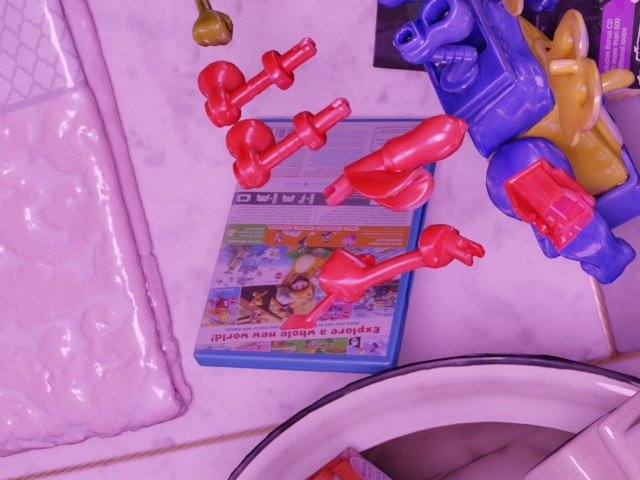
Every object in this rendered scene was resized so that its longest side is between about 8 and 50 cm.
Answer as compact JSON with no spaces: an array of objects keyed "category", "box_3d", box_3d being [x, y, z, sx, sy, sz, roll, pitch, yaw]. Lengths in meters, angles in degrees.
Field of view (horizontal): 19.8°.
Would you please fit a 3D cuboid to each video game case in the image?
[{"category":"video game case","box_3d":[0.000,0.000,1.063,0.119,0.015,0.166,1,58,19]}]

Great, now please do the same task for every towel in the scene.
[{"category":"towel","box_3d":[-0.271,-0.004,1.191,0.332,0.053,0.317,-13,92,21]}]

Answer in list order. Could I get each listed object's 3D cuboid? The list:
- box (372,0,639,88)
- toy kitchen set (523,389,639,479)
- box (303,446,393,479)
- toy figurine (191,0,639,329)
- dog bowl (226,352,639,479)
[{"category":"box","box_3d":[0.112,-0.150,1.052,0.162,0.029,0.116,6,99,19]},{"category":"toy kitchen set","box_3d":[0.225,0.085,0.841,0.122,0.166,0.207,53,152,8]},{"category":"box","box_3d":[-0.021,0.250,0.938,0.128,0.122,0.257,37,107,10]},{"category":"toy figurine","box_3d":[0.073,-0.075,0.983,0.191,0.217,0.362,-36,46,16]},{"category":"dog bowl","box_3d":[0.124,0.252,1.034,0.408,0.150,0.408,2,97,18]}]
